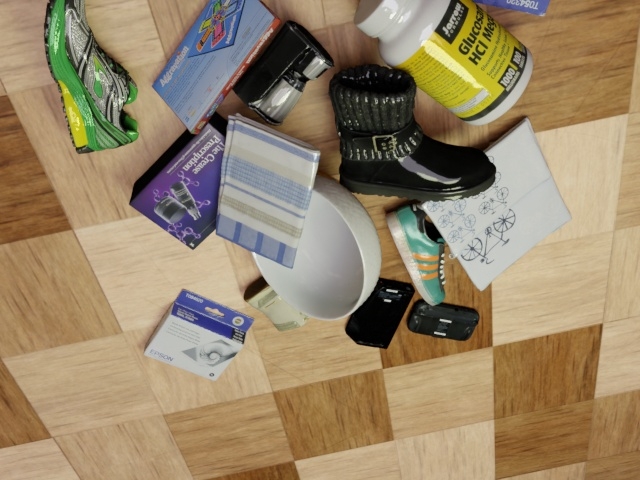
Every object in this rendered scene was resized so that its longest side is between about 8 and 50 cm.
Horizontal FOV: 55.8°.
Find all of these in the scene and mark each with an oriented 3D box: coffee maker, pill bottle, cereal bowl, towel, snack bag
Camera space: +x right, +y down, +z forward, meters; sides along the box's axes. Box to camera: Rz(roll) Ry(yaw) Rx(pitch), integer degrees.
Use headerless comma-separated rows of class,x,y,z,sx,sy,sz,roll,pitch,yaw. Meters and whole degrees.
coffee maker,-0.089,-0.346,1.203,0.171,0.120,0.178,34,112,-25
pill bottle,0.237,-0.385,1.179,0.333,0.188,0.188,29,115,-23
cereal bowl,0.000,0.000,1.344,0.338,0.141,0.339,22,128,30
towel,-0.116,-0.097,1.238,0.209,0.034,0.285,24,123,16
snack bag,0.435,-0.067,1.456,0.323,0.037,0.343,-39,121,-2

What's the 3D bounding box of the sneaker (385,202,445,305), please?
sneaker,0.271,0.038,1.509,0.121,0.108,0.302,-23,122,13

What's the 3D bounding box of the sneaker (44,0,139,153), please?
sneaker,-0.439,-0.336,1.174,0.146,0.134,0.344,-9,133,-10

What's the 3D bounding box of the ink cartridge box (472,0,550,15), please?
ink cartridge box,0.349,-0.606,1.123,0.324,0.071,0.330,6,121,-11

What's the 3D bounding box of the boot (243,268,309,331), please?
boot,-0.067,0.139,1.551,0.213,0.077,0.165,-31,123,15

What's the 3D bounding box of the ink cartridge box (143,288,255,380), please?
ink cartridge box,-0.322,0.259,1.612,0.223,0.045,0.224,26,116,-22

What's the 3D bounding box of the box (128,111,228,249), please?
box,-0.263,-0.132,1.333,0.261,0.103,0.184,-41,122,18

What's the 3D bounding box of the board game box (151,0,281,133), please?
board game box,-0.209,-0.361,1.179,0.145,0.027,0.281,49,112,15

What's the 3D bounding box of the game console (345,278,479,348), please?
game console,0.262,0.222,1.669,0.361,0.044,0.213,12,122,-14

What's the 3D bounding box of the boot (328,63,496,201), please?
boot,0.191,-0.215,1.213,0.347,0.131,0.260,0,131,4

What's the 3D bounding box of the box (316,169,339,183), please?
box,-0.018,-0.125,1.413,0.136,0.028,0.081,24,117,-24
